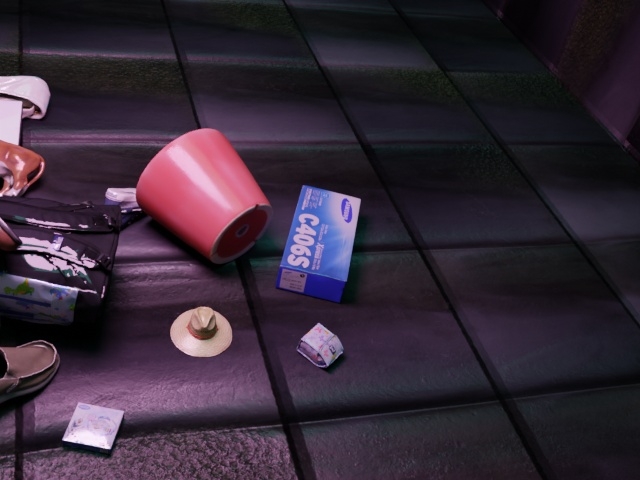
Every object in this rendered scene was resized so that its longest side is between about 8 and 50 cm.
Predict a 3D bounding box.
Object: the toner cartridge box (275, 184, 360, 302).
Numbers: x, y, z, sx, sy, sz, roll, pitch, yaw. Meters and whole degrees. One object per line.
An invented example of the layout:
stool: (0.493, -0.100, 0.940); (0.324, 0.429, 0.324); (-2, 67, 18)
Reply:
toner cartridge box: (0.000, 0.000, 1.974); (0.165, 0.075, 0.347); (14, 38, -2)

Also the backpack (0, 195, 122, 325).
backpack: (-0.628, 0.036, 1.625); (0.356, 0.273, 0.290); (16, 45, -22)

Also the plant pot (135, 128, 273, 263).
plant pot: (-0.263, -0.094, 1.879); (0.275, 0.275, 0.243); (-27, 63, -40)

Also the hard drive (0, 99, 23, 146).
hard drive: (-0.940, -0.275, 1.993); (0.319, 0.040, 0.210); (2, 62, -15)

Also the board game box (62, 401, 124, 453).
board game box: (-0.425, 0.352, 1.460); (0.090, 0.020, 0.090); (12, 39, -2)

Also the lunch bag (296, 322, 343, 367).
lunch bag: (0.003, 0.233, 1.711); (0.083, 0.053, 0.071); (39, 45, 15)

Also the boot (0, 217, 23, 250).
boot: (-0.722, 0.045, 1.431); (0.264, 0.096, 0.280); (25, 67, 12)

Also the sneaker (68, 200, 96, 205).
sneaker: (-0.617, -0.052, 1.849); (0.228, 0.087, 0.130); (1, 3, 19)

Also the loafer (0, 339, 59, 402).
loafer: (-0.586, 0.243, 1.461); (0.094, 0.087, 0.251); (28, 25, 16)

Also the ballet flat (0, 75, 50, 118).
ballet flat: (-0.943, -0.380, 2.119); (0.401, 0.139, 0.139); (-6, 43, -24)

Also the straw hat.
straw hat: (-0.255, 0.179, 1.690); (0.145, 0.061, 0.144); (9, 39, -7)

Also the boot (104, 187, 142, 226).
boot: (-0.476, -0.081, 1.941); (0.069, 0.086, 0.190); (24, 11, 24)

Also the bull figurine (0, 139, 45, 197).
bull figurine: (-0.840, -0.199, 1.893); (0.311, 0.101, 0.188); (16, 56, -8)
